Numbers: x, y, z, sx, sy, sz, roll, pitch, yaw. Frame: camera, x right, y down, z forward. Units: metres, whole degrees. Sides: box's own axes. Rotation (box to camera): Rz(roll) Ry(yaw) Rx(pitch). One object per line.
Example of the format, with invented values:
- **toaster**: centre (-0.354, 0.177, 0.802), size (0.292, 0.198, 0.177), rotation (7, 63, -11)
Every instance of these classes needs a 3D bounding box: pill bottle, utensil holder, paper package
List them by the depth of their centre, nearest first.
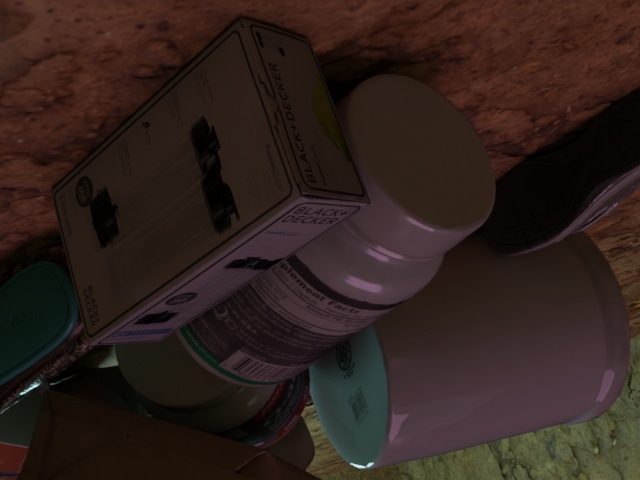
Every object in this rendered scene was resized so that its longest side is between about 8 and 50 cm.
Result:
- **pill bottle**: centre (0.000, 0.000, 0.969), size (0.204, 0.204, 0.361), rotation (-3, 155, -39)
- **paper package**: centre (-0.178, 0.326, 1.157), size (0.309, 0.168, 0.325), rotation (12, 163, 16)
- **pill bottle**: centre (-0.140, 0.169, 1.277), size (0.210, 0.210, 0.363), rotation (-20, 161, 2)
- **utensil holder**: centre (0.201, 0.148, 1.395), size (0.385, 0.327, 0.327), rotation (-8, 158, -22)

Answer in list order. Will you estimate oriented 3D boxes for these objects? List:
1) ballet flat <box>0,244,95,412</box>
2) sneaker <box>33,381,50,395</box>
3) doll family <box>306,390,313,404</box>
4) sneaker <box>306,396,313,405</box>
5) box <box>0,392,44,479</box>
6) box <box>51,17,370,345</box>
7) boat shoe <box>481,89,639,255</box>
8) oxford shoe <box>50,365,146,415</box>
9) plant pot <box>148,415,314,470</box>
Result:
- **ballet flat**: centre (-0.400, 0.155, 1.099), size (0.483, 0.164, 0.182), rotation (-30, 168, 18)
- **sneaker**: centre (-0.467, 0.228, 1.382), size (0.158, 0.061, 0.065), rotation (-19, -177, 9)
- **doll family**: centre (0.038, 0.174, 1.651), size (0.163, 0.118, 0.263), rotation (14, 124, -47)
- **sneaker**: centre (-0.138, 0.299, 1.787), size (0.267, 0.106, 0.101), rotation (-17, 162, -4)
- **box**: centre (-0.480, 0.268, 1.290), size (0.170, 0.091, 0.130), rotation (18, 131, -28)
- **box**: centre (-0.108, -0.038, 0.819), size (0.290, 0.169, 0.087), rotation (-35, 156, 34)
- **boat shoe**: centre (0.351, -0.079, 1.230), size (0.103, 0.118, 0.320), rotation (8, 140, -45)
- **oxford shoe**: centre (-0.400, 0.286, 1.465), size (0.397, 0.140, 0.146), rotation (-17, -165, 36)
- **plant pot**: centre (-0.174, 0.444, 1.899), size (0.280, 0.323, 0.323), rotation (-28, 166, -25)
